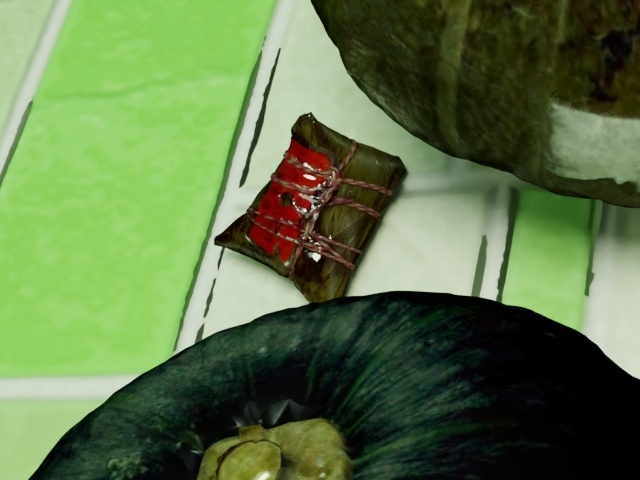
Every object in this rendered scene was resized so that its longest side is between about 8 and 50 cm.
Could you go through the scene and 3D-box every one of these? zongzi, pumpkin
[{"bbox_3d":[0.000,0.000,0.628,0.083,0.067,0.073,-44,56,17],"label":"zongzi"},{"bbox_3d":[0.113,-0.129,0.577,0.260,0.189,0.260,0,58,0],"label":"pumpkin"},{"bbox_3d":[0.009,0.119,0.431,0.233,0.163,0.233,-11,37,8],"label":"pumpkin"}]
